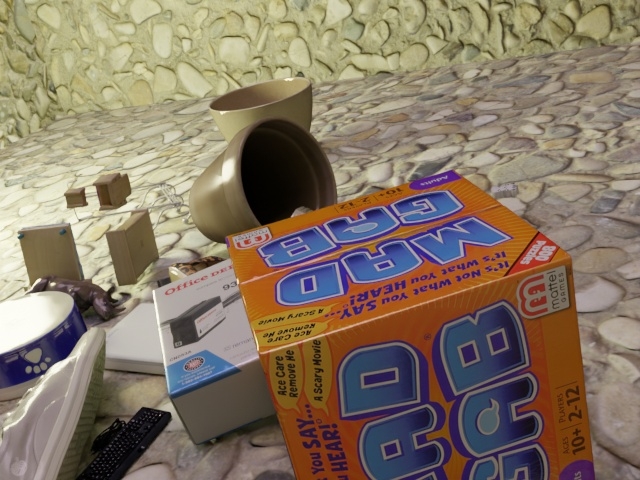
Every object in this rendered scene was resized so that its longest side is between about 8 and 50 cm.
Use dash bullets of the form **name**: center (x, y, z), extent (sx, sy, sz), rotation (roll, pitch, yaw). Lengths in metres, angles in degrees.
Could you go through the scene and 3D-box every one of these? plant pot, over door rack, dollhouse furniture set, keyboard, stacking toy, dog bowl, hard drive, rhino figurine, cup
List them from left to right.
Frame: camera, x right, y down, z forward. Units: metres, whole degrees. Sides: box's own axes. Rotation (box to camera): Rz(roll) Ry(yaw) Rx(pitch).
- **dog bowl**: center (-0.626, 0.215, 1.628), extent (0.264, 0.104, 0.265), rotation (-11, 24, 5)
- **rhino figurine**: center (-0.561, 0.135, 1.788), extent (0.243, 0.073, 0.106), rotation (8, 41, 11)
- **dollhouse furniture set**: center (-0.592, -0.015, 1.910), extent (0.303, 0.286, 0.198), rotation (-8, 16, 6)
- **keyboard**: center (-0.339, 0.335, 1.295), extent (0.100, 0.038, 0.192), rotation (-1, 26, 26)
- **over door rack**: center (-0.555, -0.094, 2.228), extent (0.324, 0.108, 0.239), rotation (0, 18, -23)
- **hard drive**: center (-0.294, 0.197, 1.570), extent (0.307, 0.040, 0.203), rotation (1, 28, 28)
- **plant pot**: center (-0.164, -0.108, 1.904), extent (0.280, 0.323, 0.323), rotation (-16, 17, 43)
- **cup**: center (-0.166, -0.355, 2.468), extent (0.331, 0.237, 0.331), rotation (-11, 24, 5)
- **stacking toy**: center (0.363, 0.006, 1.479), extent (0.052, 0.167, 0.221), rotation (-7, 24, 15)

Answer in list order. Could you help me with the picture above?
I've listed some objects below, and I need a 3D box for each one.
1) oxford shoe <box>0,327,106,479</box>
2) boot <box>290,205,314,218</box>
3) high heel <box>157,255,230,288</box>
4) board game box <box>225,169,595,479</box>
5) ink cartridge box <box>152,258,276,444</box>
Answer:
- **oxford shoe**: center (-0.446, 0.288, 1.289), extent (0.130, 0.169, 0.449), rotation (7, 29, -3)
- **boot**: center (0.000, 0.000, 1.710), extent (0.165, 0.077, 0.213), rotation (22, 28, 2)
- **high heel**: center (-0.236, 0.072, 1.691), extent (0.186, 0.093, 0.261), rotation (-19, 7, -26)
- **board game box**: center (0.106, 0.161, 1.042), extent (0.356, 0.356, 0.356), rotation (-17, 24, -7)
- **ink cartridge box**: center (-0.157, 0.171, 1.353), extent (0.223, 0.129, 0.307), rotation (-22, 33, -4)
